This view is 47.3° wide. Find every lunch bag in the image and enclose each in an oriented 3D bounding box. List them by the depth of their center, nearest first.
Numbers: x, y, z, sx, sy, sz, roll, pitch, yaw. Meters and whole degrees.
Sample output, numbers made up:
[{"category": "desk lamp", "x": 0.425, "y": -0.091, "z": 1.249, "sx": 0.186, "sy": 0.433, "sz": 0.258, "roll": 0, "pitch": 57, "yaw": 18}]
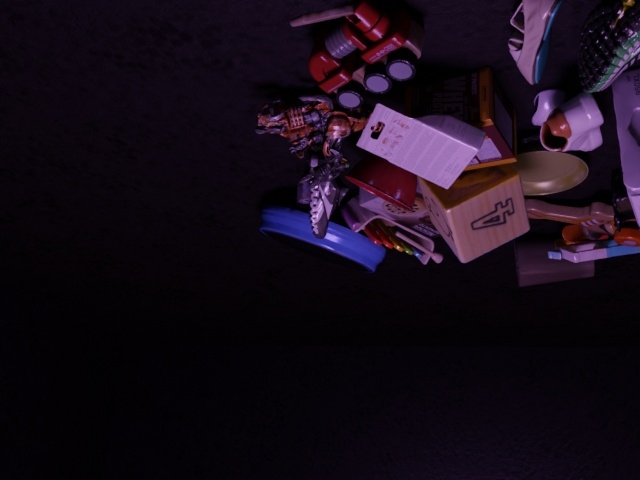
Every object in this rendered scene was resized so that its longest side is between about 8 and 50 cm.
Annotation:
[{"category": "lunch bag", "x": -0.024, "y": -0.123, "z": 2.058, "sx": 0.083, "sy": 0.071, "sz": 0.053, "roll": 15, "pitch": 154, "yaw": -27}]

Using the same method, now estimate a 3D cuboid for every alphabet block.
[{"category": "alphabet block", "x": 0.364, "y": -0.101, "z": 1.752, "sx": 0.193, "sy": 0.192, "sz": 0.197, "roll": -28, "pitch": 133, "yaw": -1}]

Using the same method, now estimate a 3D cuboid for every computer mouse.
[{"category": "computer mouse", "x": 0.505, "y": -0.271, "z": 1.635, "sx": 0.105, "sy": 0.042, "sz": 0.193, "roll": 0, "pitch": 158, "yaw": 12}]

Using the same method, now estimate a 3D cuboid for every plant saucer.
[{"category": "plant saucer", "x": 0.551, "y": -0.182, "z": 1.855, "sx": 0.240, "sy": 0.037, "sz": 0.241, "roll": 4, "pitch": 159, "yaw": 1}]

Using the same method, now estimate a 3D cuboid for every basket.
[{"category": "basket", "x": 0.727, "y": 0.060, "z": 2.283, "sx": 0.226, "sy": 0.154, "sz": 0.204, "roll": -5, "pitch": 158, "yaw": 13}]

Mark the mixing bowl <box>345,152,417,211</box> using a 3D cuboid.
[{"category": "mixing bowl", "x": 0.159, "y": -0.152, "z": 1.730, "sx": 0.181, "sy": 0.098, "sz": 0.181, "roll": 27, "pitch": 180, "yaw": 0}]

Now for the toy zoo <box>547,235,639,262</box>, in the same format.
[{"category": "toy zoo", "x": 0.801, "y": 0.014, "z": 2.103, "sx": 0.293, "sy": 0.030, "sz": 0.192, "roll": -9, "pitch": -169, "yaw": 4}]

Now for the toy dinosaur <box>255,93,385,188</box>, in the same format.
[{"category": "toy dinosaur", "x": 0.012, "y": -0.245, "z": 1.661, "sx": 0.321, "sy": 0.164, "sz": 0.218, "roll": 14, "pitch": 142, "yaw": -5}]

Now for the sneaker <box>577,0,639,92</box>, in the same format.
[{"category": "sneaker", "x": 0.570, "y": -0.363, "z": 1.275, "sx": 0.146, "sy": 0.134, "sz": 0.343, "roll": 5, "pitch": 160, "yaw": -13}]

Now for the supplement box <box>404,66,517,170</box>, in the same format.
[{"category": "supplement box", "x": 0.307, "y": -0.254, "z": 1.595, "sx": 0.191, "sy": 0.129, "sz": 0.194, "roll": -8, "pitch": 155, "yaw": 28}]

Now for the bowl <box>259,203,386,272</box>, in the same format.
[{"category": "bowl", "x": 0.000, "y": 0.000, "z": 2.166, "sx": 0.390, "sy": 0.077, "sz": 0.391, "roll": 20, "pitch": 173, "yaw": 2}]

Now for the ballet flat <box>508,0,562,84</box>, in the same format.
[{"category": "ballet flat", "x": 0.389, "y": -0.383, "z": 1.351, "sx": 0.086, "sy": 0.086, "sz": 0.248, "roll": 1, "pitch": 156, "yaw": 7}]

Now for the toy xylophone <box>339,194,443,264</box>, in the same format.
[{"category": "toy xylophone", "x": 0.209, "y": -0.020, "z": 2.064, "sx": 0.322, "sy": 0.236, "sz": 0.081, "roll": 27, "pitch": 109, "yaw": -30}]

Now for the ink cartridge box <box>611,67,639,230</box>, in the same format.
[{"category": "ink cartridge box", "x": 0.744, "y": -0.153, "z": 1.555, "sx": 0.166, "sy": 0.286, "sz": 0.395, "roll": -11, "pitch": 154, "yaw": 26}]

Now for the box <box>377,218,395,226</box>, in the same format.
[{"category": "box", "x": 0.189, "y": -0.082, "z": 2.191, "sx": 0.164, "sy": 0.021, "sz": 0.201, "roll": 23, "pitch": 151, "yaw": -39}]

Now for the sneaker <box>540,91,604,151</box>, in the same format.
[{"category": "sneaker", "x": 0.522, "y": -0.238, "z": 1.549, "sx": 0.123, "sy": 0.106, "sz": 0.290, "roll": -27, "pitch": 166, "yaw": 16}]

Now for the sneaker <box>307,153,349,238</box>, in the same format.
[{"category": "sneaker", "x": 0.022, "y": -0.110, "z": 1.904, "sx": 0.106, "sy": 0.078, "sz": 0.235, "roll": 0, "pitch": 114, "yaw": 3}]

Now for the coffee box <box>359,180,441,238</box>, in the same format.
[{"category": "coffee box", "x": 0.264, "y": -0.119, "z": 1.951, "sx": 0.297, "sy": 0.119, "sz": 0.168, "roll": 23, "pitch": 150, "yaw": -38}]

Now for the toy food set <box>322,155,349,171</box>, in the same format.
[{"category": "toy food set", "x": 0.033, "y": -0.201, "z": 1.921, "sx": 0.083, "sy": 0.020, "sz": 0.082, "roll": 12, "pitch": 157, "yaw": -18}]

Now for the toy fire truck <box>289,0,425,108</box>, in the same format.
[{"category": "toy fire truck", "x": 0.040, "y": -0.369, "z": 1.361, "sx": 0.246, "sy": 0.159, "sz": 0.217, "roll": 33, "pitch": 147, "yaw": -30}]

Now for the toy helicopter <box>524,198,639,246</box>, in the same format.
[{"category": "toy helicopter", "x": 0.735, "y": -0.064, "z": 2.049, "sx": 0.354, "sy": 0.140, "sz": 0.235, "roll": 11, "pitch": 169, "yaw": 13}]

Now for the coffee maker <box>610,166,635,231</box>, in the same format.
[{"category": "coffee maker", "x": 0.824, "y": -0.106, "z": 1.813, "sx": 0.178, "sy": 0.171, "sz": 0.120, "roll": -10, "pitch": 155, "yaw": 31}]

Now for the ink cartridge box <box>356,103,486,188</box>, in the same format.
[{"category": "ink cartridge box", "x": 0.204, "y": -0.208, "z": 1.517, "sx": 0.224, "sy": 0.056, "sz": 0.181, "roll": 27, "pitch": 155, "yaw": -1}]
